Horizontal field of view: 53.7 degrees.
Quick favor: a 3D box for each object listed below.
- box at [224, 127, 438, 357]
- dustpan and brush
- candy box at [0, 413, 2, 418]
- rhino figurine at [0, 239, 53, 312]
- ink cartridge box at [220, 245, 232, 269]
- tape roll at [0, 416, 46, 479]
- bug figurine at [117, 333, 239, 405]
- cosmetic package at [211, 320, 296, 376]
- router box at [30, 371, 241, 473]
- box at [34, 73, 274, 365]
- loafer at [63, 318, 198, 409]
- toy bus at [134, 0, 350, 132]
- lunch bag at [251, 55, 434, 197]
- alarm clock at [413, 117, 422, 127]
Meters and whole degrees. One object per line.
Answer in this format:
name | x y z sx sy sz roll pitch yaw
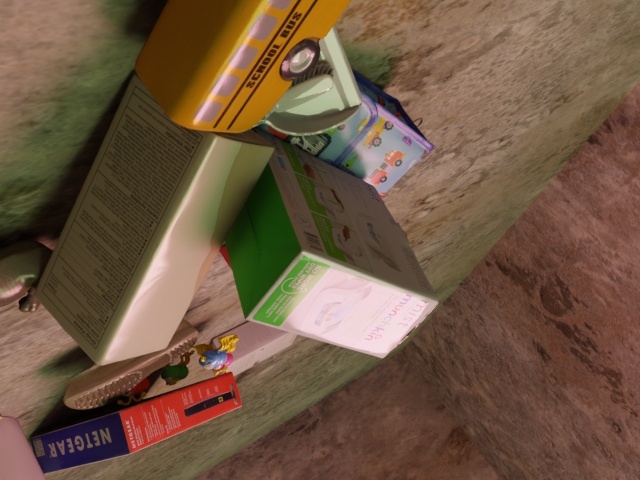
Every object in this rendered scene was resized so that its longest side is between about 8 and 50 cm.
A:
box | 0.000 0.000 0.852 0.231 0.262 0.127 22 120 -36
dustpan and brush | -0.053 -0.179 0.816 0.211 0.060 0.147 -25 128 2
candy box | -0.505 0.189 0.860 0.053 0.109 0.187 -30 158 -21
rhino figurine | -0.431 0.062 0.758 0.243 0.073 0.106 -21 160 -43
ink cartridge box | -0.107 0.060 1.212 0.078 0.134 0.231 -38 159 3
tape roll | -0.637 0.462 1.146 0.246 0.169 0.246 -33 159 -14
bug figurine | -0.285 0.269 1.334 0.279 0.072 0.216 -21 172 15
cosmetic package | -0.169 0.261 1.619 0.231 0.085 0.117 -23 156 -31
router box | -0.389 0.388 1.349 0.335 0.082 0.301 -23 171 34
box | -0.205 -0.020 0.762 0.311 0.148 0.121 -58 157 17
loafer | -0.362 0.220 1.190 0.268 0.092 0.102 -28 157 -32
toy bus | -0.036 -0.259 0.591 0.130 0.108 0.333 -6 143 -53
lunch bag | -0.006 -0.156 0.968 0.221 0.138 0.293 -45 143 21
alarm clock | 0.135 -0.168 1.226 0.129 0.064 0.192 -12 150 -49
